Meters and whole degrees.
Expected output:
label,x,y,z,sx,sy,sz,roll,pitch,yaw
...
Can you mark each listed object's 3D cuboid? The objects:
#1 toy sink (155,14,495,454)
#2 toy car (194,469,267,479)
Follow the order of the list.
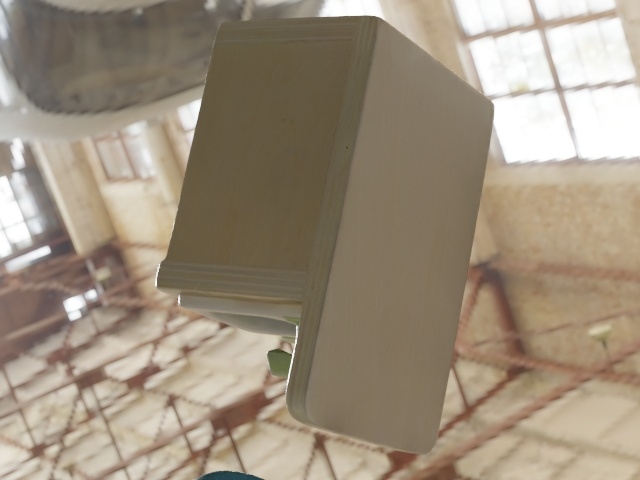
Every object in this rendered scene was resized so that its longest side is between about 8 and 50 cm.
label,x,y,z,sx,sy,sz,roll,pitch,yaw
toy sink,0.000,0.000,0.867,0.131,0.234,0.153,3,168,35
toy car,-0.043,0.259,0.567,0.219,0.210,0.238,-60,179,21
